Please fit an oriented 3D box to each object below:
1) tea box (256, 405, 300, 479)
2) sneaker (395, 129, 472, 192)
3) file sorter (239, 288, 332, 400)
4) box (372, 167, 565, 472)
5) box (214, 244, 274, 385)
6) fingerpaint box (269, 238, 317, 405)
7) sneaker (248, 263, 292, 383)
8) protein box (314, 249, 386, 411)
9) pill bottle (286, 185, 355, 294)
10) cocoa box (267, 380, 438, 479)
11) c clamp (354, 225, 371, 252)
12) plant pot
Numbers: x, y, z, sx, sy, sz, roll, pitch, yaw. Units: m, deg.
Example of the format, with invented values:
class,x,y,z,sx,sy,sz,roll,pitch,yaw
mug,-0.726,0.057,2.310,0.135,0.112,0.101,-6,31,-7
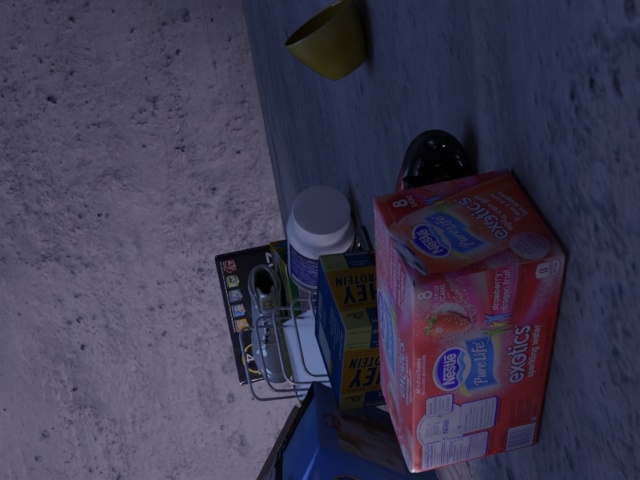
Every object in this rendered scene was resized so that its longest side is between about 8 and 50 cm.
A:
class,x,y,z,sx,sy,sz,roll,pitch,yaw
tea box,-0.038,0.629,2.017,0.324,0.219,0.329,89,-155,-57
sneaker,0.127,-0.031,1.059,0.135,0.097,0.276,-113,12,-49
file sorter,-0.030,0.235,1.897,0.277,0.173,0.193,-30,65,42
box,0.146,0.093,0.903,0.142,0.154,0.300,-110,10,-48
box,-0.125,0.208,2.541,0.097,0.318,0.395,122,137,-81
fingerpaint box,-0.006,0.231,2.260,0.371,0.163,0.445,-141,41,-78
sneaker,-0.136,0.205,2.169,0.169,0.108,0.293,86,171,-56
protein box,0.078,0.156,1.507,0.201,0.135,0.200,-111,19,-51
pill bottle,0.000,0.000,1.888,0.265,0.153,0.153,91,165,-61
cocoa box,0.046,0.430,1.478,0.347,0.231,0.228,-106,41,-82
c clamp,0.095,0.056,1.755,0.137,0.022,0.161,92,165,-62
plant pot,0.022,-0.320,1.391,0.095,0.134,0.134,53,-178,-21
